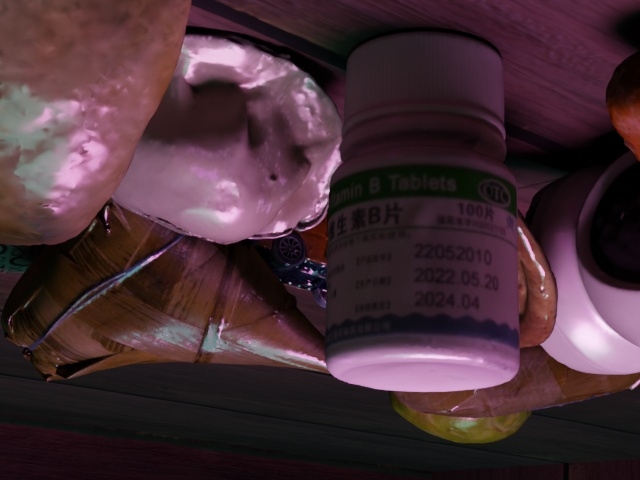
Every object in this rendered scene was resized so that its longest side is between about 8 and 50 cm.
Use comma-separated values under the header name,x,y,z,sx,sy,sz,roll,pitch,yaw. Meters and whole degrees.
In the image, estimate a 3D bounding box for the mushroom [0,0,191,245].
name,x,y,z,sx,sy,sz,roll,pitch,yaw
mushroom,-0.233,-0.105,0.756,0.217,0.211,0.292,3,173,-34

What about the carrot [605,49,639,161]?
name,x,y,z,sx,sy,sz,roll,pitch,yaw
carrot,0.303,-0.081,0.901,0.225,0.159,0.159,21,160,-15

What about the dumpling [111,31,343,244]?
name,x,y,z,sx,sy,sz,roll,pitch,yaw
dumpling,-0.089,-0.083,0.974,0.247,0.142,0.172,15,126,-20

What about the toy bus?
name,x,y,z,sx,sy,sz,roll,pitch,yaw
toy bus,0.000,0.000,1.252,0.182,0.103,0.091,16,156,-26

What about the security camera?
name,x,y,z,sx,sy,sz,roll,pitch,yaw
security camera,0.297,0.012,1.090,0.195,0.194,0.236,11,166,-29

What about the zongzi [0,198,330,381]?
name,x,y,z,sx,sy,sz,roll,pitch,yaw
zongzi,-0.140,0.087,1.190,0.274,0.125,0.251,42,126,-4

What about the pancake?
name,x,y,z,sx,sy,sz,roll,pitch,yaw
pancake,0.101,0.000,1.106,0.250,0.031,0.250,34,150,22

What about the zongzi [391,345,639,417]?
name,x,y,z,sx,sy,sz,roll,pitch,yaw
zongzi,0.225,0.101,1.334,0.356,0.174,0.393,-2,-177,1

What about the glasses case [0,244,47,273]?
name,x,y,z,sx,sy,sz,roll,pitch,yaw
glasses case,-0.373,-0.022,1.245,0.355,0.085,0.137,5,159,-20

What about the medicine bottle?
name,x,y,z,sx,sy,sz,roll,pitch,yaw
medicine bottle,0.073,-0.018,0.924,0.139,0.236,0.139,2,165,1

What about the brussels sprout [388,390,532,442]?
name,x,y,z,sx,sy,sz,roll,pitch,yaw
brussels sprout,0.204,0.219,1.908,0.223,0.161,0.223,8,160,3
